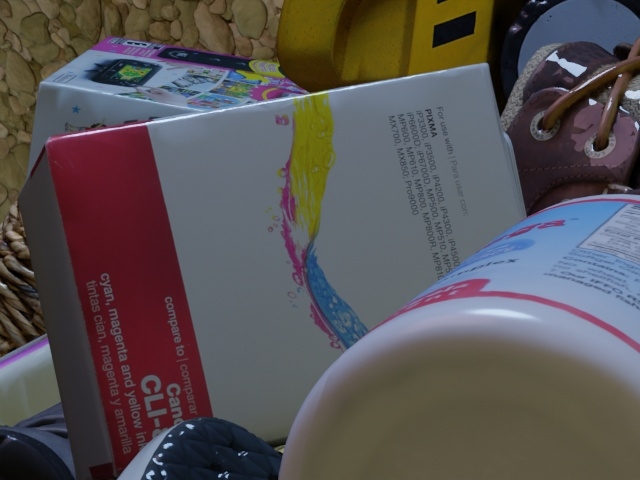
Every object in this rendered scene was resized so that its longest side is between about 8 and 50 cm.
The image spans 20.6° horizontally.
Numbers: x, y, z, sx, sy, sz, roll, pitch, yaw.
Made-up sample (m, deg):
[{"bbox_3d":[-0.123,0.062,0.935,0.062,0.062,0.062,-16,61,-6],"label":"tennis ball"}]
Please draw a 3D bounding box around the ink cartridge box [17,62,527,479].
[{"bbox_3d":[-0.017,0.016,0.697,0.176,0.127,0.128,-12,-6,-15],"label":"ink cartridge box"}]

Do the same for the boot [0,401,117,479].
[{"bbox_3d":[-0.245,0.166,0.863,0.338,0.118,0.223,-15,0,5],"label":"boot"}]

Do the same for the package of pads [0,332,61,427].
[{"bbox_3d":[-0.141,0.095,1.205,0.296,0.101,0.229,-25,3,21],"label":"package of pads"}]

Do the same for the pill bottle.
[{"bbox_3d":[0.059,0.038,0.383,0.087,0.087,0.160,-25,2,24],"label":"pill bottle"}]

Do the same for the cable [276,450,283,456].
[{"bbox_3d":[-0.080,0.122,0.643,0.184,0.047,0.150,-18,-9,-18],"label":"cable"}]

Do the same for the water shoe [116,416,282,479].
[{"bbox_3d":[-0.065,0.118,0.461,0.080,0.073,0.203,-55,-12,27],"label":"water shoe"}]

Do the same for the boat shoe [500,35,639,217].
[{"bbox_3d":[0.120,-0.027,0.754,0.123,0.123,0.342,-27,2,-35],"label":"boat shoe"}]

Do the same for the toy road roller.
[{"bbox_3d":[0.113,-0.171,1.011,0.240,0.330,0.202,4,-8,24],"label":"toy road roller"}]

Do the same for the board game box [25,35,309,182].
[{"bbox_3d":[-0.026,-0.059,1.213,0.303,0.098,0.224,11,16,2],"label":"board game box"}]

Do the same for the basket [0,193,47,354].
[{"bbox_3d":[-0.155,-0.003,1.574,0.223,0.213,0.299,-47,-7,23],"label":"basket"}]
